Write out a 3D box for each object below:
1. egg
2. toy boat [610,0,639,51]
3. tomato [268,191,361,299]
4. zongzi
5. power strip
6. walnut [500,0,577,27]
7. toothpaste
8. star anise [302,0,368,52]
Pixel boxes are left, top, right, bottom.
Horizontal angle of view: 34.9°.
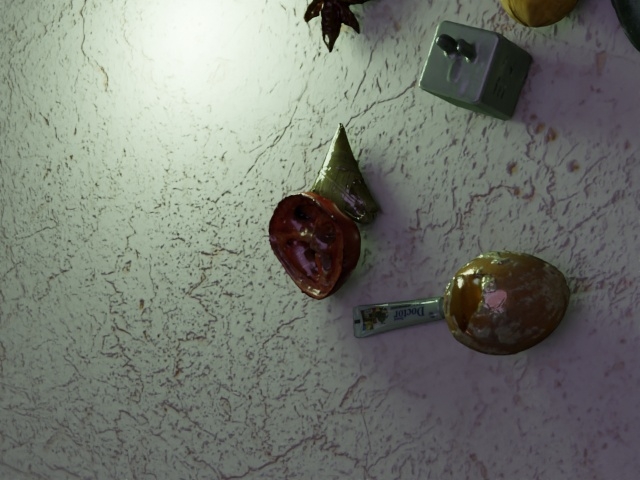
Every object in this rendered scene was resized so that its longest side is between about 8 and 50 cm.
[{"bbox_3d":[0.335,0.112,1.842,0.233,0.195,0.194,-14,78,33],"label":"egg"},{"bbox_3d":[0.541,-0.455,1.811,0.260,0.078,0.085,68,158,-5],"label":"toy boat"},{"bbox_3d":[0.003,0.001,2.095,0.228,0.101,0.227,24,124,41],"label":"tomato"},{"bbox_3d":[0.069,-0.135,2.104,0.160,0.078,0.176,27,96,26],"label":"zongzi"},{"bbox_3d":[0.279,-0.322,1.899,0.139,0.224,0.140,23,98,32],"label":"power strip"},{"bbox_3d":[0.414,-0.495,1.875,0.159,0.159,0.206,20,95,32],"label":"walnut"},{"bbox_3d":[0.170,0.148,2.035,0.255,0.037,0.067,-13,79,35],"label":"toothpaste"},{"bbox_3d":[0.029,-0.525,2.157,0.196,0.111,0.212,-25,65,21],"label":"star anise"}]
